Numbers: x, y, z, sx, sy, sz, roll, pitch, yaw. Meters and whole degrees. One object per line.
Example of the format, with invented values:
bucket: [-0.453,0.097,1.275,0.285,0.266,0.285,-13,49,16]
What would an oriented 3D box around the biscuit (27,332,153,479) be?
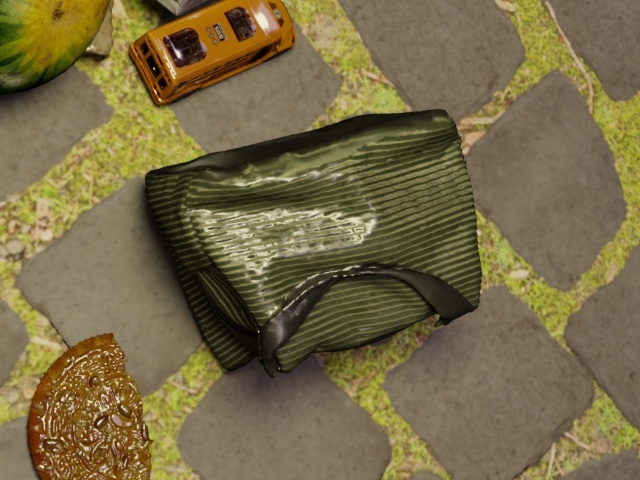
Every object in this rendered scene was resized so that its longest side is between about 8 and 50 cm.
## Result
biscuit: [-0.239,0.205,1.324,0.126,0.025,0.206,-13,84,-24]

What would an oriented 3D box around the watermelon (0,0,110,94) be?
watermelon: [-0.329,-0.276,1.265,0.268,0.269,0.269,5,77,-22]

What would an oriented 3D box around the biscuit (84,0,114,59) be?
biscuit: [-0.255,-0.304,1.409,0.061,0.055,0.219,3,77,-17]

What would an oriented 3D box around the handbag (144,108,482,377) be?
handbag: [0.000,0.000,1.363,0.340,0.247,0.240,-15,96,-27]

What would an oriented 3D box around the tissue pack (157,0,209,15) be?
tissue pack: [-0.144,-0.318,1.420,0.112,0.051,0.156,40,44,13]

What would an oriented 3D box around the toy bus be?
toy bus: [-0.110,-0.227,1.436,0.194,0.088,0.083,-29,92,-26]
